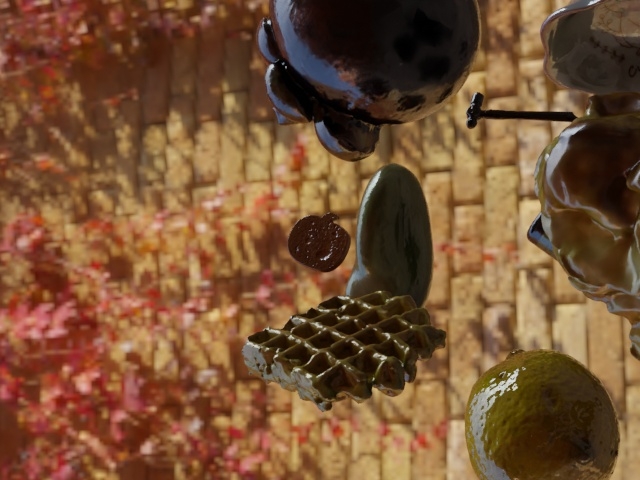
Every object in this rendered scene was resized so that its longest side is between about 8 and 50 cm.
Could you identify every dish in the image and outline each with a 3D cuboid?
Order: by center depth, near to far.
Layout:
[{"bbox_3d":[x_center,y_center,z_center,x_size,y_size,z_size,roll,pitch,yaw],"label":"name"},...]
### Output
[{"bbox_3d":[0.367,-0.254,1.626,0.229,0.229,0.081,43,-136,-52],"label":"dish"}]

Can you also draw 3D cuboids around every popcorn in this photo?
[{"bbox_3d":[0.376,-0.013,1.453,0.225,0.265,0.332,-10,-103,-44],"label":"popcorn"}]

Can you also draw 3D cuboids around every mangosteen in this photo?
[{"bbox_3d":[0.051,-0.274,1.892,0.307,0.347,0.307,36,-161,-14],"label":"mangosteen"}]

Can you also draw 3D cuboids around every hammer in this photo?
[{"bbox_3d":[0.315,-0.199,2.158,0.021,0.178,0.065,69,-152,-56],"label":"hammer"}]

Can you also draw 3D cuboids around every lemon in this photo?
[{"bbox_3d":[0.322,0.273,2.024,0.253,0.228,0.228,-91,-21,-53],"label":"lemon"}]

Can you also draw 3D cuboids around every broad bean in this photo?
[{"bbox_3d":[0.120,0.010,2.205,0.189,0.121,0.263,-8,-72,-55],"label":"broad bean"}]

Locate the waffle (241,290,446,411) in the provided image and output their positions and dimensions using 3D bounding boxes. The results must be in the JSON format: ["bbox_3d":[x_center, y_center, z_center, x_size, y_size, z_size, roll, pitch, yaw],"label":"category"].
[{"bbox_3d":[0.052,0.133,1.730,0.229,0.219,0.057,-24,-64,-29],"label":"waffle"}]

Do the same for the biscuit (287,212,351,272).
[{"bbox_3d":[0.000,0.000,1.769,0.078,0.091,0.015,-61,-35,-2],"label":"biscuit"}]

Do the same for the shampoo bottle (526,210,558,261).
[{"bbox_3d":[0.462,0.037,2.170,0.101,0.284,0.101,-51,-11,-14],"label":"shampoo bottle"}]
